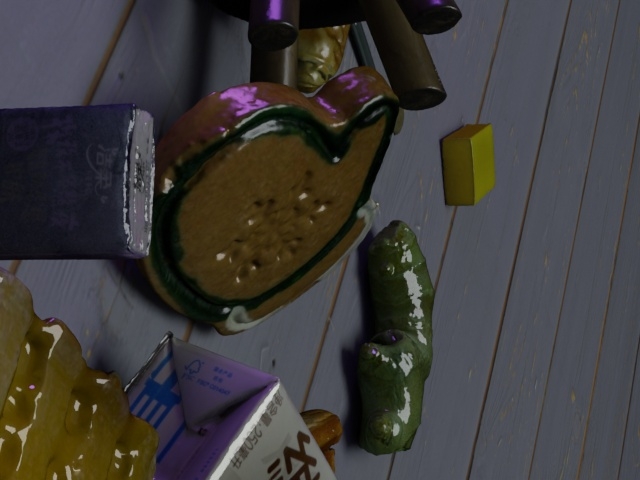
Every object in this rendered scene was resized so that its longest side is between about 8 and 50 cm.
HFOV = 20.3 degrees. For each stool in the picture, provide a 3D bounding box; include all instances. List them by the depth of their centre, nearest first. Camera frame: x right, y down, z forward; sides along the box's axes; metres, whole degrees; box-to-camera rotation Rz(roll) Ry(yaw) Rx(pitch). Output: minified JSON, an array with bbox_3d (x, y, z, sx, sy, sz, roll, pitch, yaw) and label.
[{"bbox_3d":[0.012,-0.236,1.683,0.272,0.272,0.178,41,35,-62],"label":"stool"}]

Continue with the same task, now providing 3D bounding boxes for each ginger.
[{"bbox_3d":[0.089,0.122,2.158,0.137,0.089,0.290,32,62,-43],"label":"ginger"}]

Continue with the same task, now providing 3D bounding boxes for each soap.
[{"bbox_3d":[-0.244,0.223,1.214,0.293,0.156,0.335,53,41,-52],"label":"soap"}]

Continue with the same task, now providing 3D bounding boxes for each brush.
[{"bbox_3d":[0.057,-0.231,2.165,0.266,0.027,0.062,67,30,-43],"label":"brush"}]

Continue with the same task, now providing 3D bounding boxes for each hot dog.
[{"bbox_3d":[-0.049,0.237,1.823,0.249,0.068,0.100,-22,125,-64],"label":"hot dog"}]

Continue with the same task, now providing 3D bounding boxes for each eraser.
[{"bbox_3d":[0.211,-0.109,2.527,0.122,0.045,0.097,-38,124,-65],"label":"eraser"}]

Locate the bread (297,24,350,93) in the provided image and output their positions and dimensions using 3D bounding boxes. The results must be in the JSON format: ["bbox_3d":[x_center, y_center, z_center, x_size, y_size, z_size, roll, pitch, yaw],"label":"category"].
[{"bbox_3d":[0.015,-0.319,1.993,0.077,0.084,0.367,27,57,-20],"label":"bread"}]

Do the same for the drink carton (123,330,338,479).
[{"bbox_3d":[-0.083,0.257,1.579,0.194,0.132,0.324,-54,144,-22],"label":"drink carton"}]

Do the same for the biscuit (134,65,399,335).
[{"bbox_3d":[-0.037,-0.040,1.646,0.287,0.057,0.344,-41,153,-3],"label":"biscuit"}]

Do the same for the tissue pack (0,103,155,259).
[{"bbox_3d":[-0.203,-0.042,1.323,0.051,0.156,0.112,22,68,-72],"label":"tissue pack"}]
